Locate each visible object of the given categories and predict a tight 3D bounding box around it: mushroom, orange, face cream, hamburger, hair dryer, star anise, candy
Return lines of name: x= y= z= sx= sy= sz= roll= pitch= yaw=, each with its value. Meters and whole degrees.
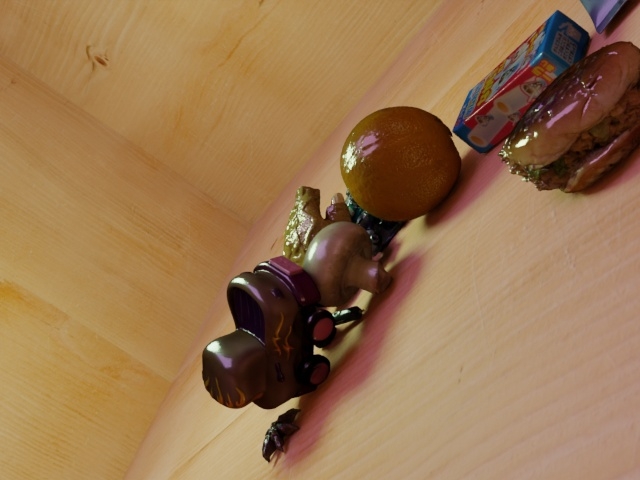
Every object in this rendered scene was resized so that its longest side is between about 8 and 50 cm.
mushroom: x=0.066 y=0.063 z=1.903 sx=0.204 sy=0.204 sz=0.204 roll=-52 pitch=11 yaw=15
orange: x=0.183 y=-0.177 z=1.920 sx=0.274 sy=0.274 sz=0.274 roll=-52 pitch=11 yaw=15
face cream: x=0.584 y=-0.544 z=1.774 sx=0.135 sy=0.086 sz=0.385 roll=-54 pitch=16 yaw=25
hamburger: x=0.412 y=-0.195 z=1.338 sx=0.286 sy=0.146 sz=0.243 roll=-47 pitch=7 yaw=44
hair dryer: x=0.022 y=0.182 z=1.983 sx=0.219 sy=0.124 sz=0.071 roll=-19 pitch=37 yaw=44
star anise: x=-0.096 y=0.434 z=1.884 sx=0.141 sy=0.042 sz=0.141 roll=-54 pitch=11 yaw=16
candy: x=0.420 y=-0.329 z=1.782 sx=0.306 sy=0.100 sz=0.157 roll=-43 pitch=17 yaw=52

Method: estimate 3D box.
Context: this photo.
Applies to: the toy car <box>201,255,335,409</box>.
toy car: x=-0.137 y=0.218 z=1.874 sx=0.271 sy=0.240 sz=0.340 roll=28 pitch=124 yaw=48

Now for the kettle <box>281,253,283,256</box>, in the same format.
kettle: x=-0.050 y=0.112 z=2.379 sx=0.221 sy=0.161 sz=0.236 roll=105 pitch=-172 yaw=-57

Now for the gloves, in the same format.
gloves: x=-0.008 y=0.002 z=2.191 sx=0.203 sy=0.155 sz=0.356 roll=-36 pitch=48 yaw=28

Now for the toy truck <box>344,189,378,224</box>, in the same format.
toy truck: x=0.119 y=-0.078 z=2.309 sx=0.253 sy=0.114 sz=0.124 roll=-125 pitch=59 yaw=-79

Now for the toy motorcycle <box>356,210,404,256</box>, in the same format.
toy motorcycle: x=0.155 y=-0.050 z=2.087 sx=0.270 sy=0.106 sz=0.159 roll=-59 pitch=5 yaw=-37
